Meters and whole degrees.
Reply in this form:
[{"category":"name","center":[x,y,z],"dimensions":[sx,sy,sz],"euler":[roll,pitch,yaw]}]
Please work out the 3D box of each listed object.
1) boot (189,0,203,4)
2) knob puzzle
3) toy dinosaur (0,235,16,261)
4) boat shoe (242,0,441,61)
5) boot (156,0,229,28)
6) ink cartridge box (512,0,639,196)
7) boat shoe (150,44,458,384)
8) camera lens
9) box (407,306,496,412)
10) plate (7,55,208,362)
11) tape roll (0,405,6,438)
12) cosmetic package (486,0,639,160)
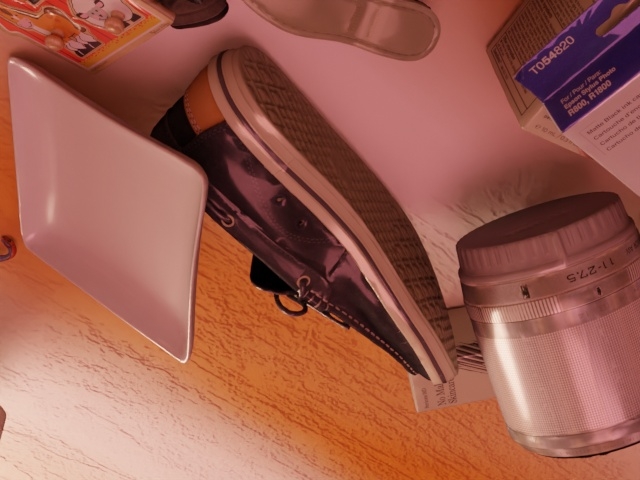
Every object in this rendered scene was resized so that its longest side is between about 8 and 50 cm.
[{"category":"boot","center":[-0.120,-0.361,0.743],"dimensions":[0.223,0.118,0.338],"euler":[-45,128,-9]},{"category":"knob puzzle","center":[-0.261,-0.222,0.914],"dimensions":[0.213,0.029,0.213],"euler":[12,159,5]},{"category":"toy dinosaur","center":[-0.412,0.021,1.191],"dimensions":[0.082,0.047,0.090],"euler":[-8,167,-12]},{"category":"boat shoe","center":[0.009,-0.242,0.966],"dimensions":[0.228,0.068,0.081],"euler":[17,116,-22]},{"category":"boot","center":[-0.212,-0.261,0.918],"dimensions":[0.247,0.083,0.161],"euler":[-1,138,-4]},{"category":"ink cartridge box","center":[0.331,-0.156,0.900],"dimensions":[0.224,0.045,0.223],"euler":[29,123,-34]},{"category":"boat shoe","center":[0.000,0.000,1.119],"dimensions":[0.156,0.186,0.500],"euler":[-30,123,21]},{"category":"camera lens","center":[0.296,0.103,1.156],"dimensions":[0.220,0.219,0.274],"euler":[-19,98,10]},{"category":"box","center":[0.253,0.148,1.342],"dimensions":[0.275,0.094,0.113],"euler":[-13,133,4]},{"category":"plate","center":[-0.225,-0.036,1.056],"dimensions":[0.278,0.045,0.277],"euler":[31,136,22]},{"category":"tape roll","center":[-0.594,0.212,1.205],"dimensions":[0.392,0.072,0.392],"euler":[6,156,3]},{"category":"cosmetic package","center":[0.314,-0.238,0.956],"dimensions":[0.129,0.153,0.296],"euler":[18,129,-25]}]
